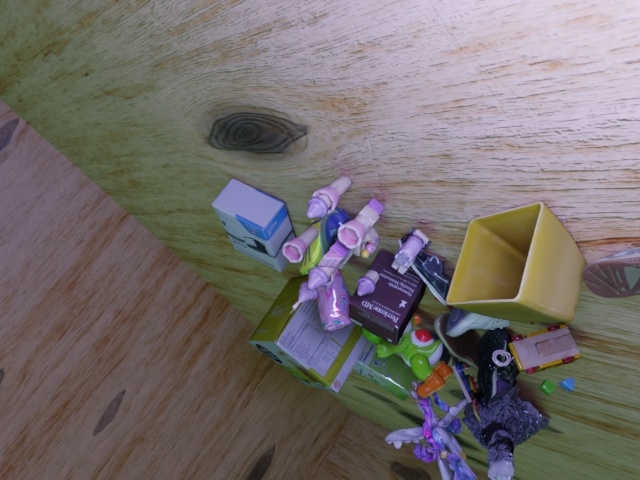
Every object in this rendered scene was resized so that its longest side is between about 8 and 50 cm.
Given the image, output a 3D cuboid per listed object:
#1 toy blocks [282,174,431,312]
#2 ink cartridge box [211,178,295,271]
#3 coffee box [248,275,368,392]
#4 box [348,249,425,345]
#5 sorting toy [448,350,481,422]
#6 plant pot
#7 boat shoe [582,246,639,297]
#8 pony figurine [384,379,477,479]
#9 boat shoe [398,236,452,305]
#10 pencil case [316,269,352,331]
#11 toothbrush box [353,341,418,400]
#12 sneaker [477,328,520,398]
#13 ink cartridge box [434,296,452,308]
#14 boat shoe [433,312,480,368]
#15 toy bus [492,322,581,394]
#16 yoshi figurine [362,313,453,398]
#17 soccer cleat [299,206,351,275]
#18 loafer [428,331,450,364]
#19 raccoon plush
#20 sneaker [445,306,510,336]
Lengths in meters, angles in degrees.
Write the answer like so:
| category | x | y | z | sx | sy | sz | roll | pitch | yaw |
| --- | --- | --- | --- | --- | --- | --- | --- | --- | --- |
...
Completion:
| category | x | y | z | sx | sy | sz | roll | pitch | yaw |
| --- | --- | --- | --- | --- | --- | --- | --- | --- | --- |
| toy blocks | 0.054 | 0.049 | 1.378 | 0.309 | 0.260 | 0.289 | 38 | 134 | 5 |
| ink cartridge box | -0.222 | -0.046 | 1.885 | 0.223 | 0.129 | 0.307 | 25 | 157 | 21 |
| coffee box | -0.035 | 0.374 | 2.208 | 0.334 | 0.338 | 0.337 | 41 | 157 | -15 |
| box | 0.207 | 0.174 | 1.634 | 0.168 | 0.203 | 0.167 | 26 | 157 | 17 |
| sorting toy | 0.506 | 0.477 | 1.842 | 0.275 | 0.046 | 0.132 | 66 | -164 | 6 |
| plant pot | 0.427 | 0.071 | 1.130 | 0.187 | 0.212 | 0.212 | 28 | 161 | -19 |
| boat shoe | 0.622 | 0.045 | 0.958 | 0.285 | 0.089 | 0.105 | -5 | 110 | 54 |
| pony figurine | 0.397 | 0.671 | 1.837 | 0.364 | 0.302 | 0.351 | 65 | -174 | 9 |
| boat shoe | 0.302 | 0.071 | 1.482 | 0.233 | 0.079 | 0.084 | 48 | -161 | -8 |
| pencil case | 0.026 | 0.154 | 1.766 | 0.124 | 0.124 | 0.284 | 134 | 123 | -68 |
| toothbrush box | 0.308 | 0.608 | 2.503 | 0.283 | 0.122 | 0.206 | 31 | 158 | 13 |
| sneaker | 0.575 | 0.368 | 1.684 | 0.107 | 0.124 | 0.283 | -119 | 20 | -48 |
| ink cartridge box | 0.412 | 0.194 | 1.600 | 0.145 | 0.045 | 0.179 | 30 | 155 | 11 |
| boat shoe | 0.448 | 0.330 | 1.749 | 0.302 | 0.109 | 0.098 | 39 | 161 | -31 |
| toy bus | 0.561 | 0.294 | 1.395 | 0.202 | 0.191 | 0.104 | 28 | 158 | 15 |
| yoshi figurine | 0.277 | 0.365 | 1.858 | 0.362 | 0.203 | 0.203 | 56 | 161 | 10 |
| soccer cleat | 0.001 | -0.001 | 1.633 | 0.121 | 0.093 | 0.289 | 50 | 136 | 15 |
| loafer | 0.424 | 0.417 | 2.011 | 0.087 | 0.094 | 0.251 | 48 | 160 | 38 |
| raccoon plush | 0.663 | 0.714 | 1.879 | 0.299 | 0.446 | 0.216 | 42 | 131 | -15 |
| sneaker | 0.439 | 0.200 | 1.435 | 0.129 | 0.111 | 0.297 | 28 | 145 | -7 |
